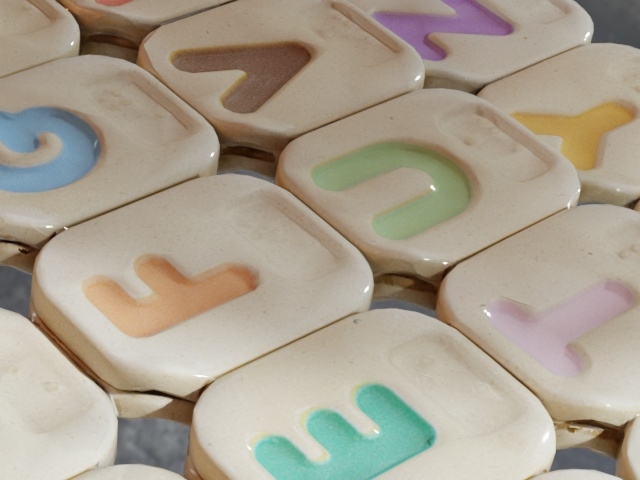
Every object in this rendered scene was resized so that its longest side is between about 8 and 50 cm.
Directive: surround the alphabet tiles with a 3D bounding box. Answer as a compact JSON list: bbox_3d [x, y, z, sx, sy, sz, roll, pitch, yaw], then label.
[{"bbox_3d":[0.000,0.000,0.416,0.278,0.021,0.284,-24,49,-34],"label":"alphabet tiles"}]
